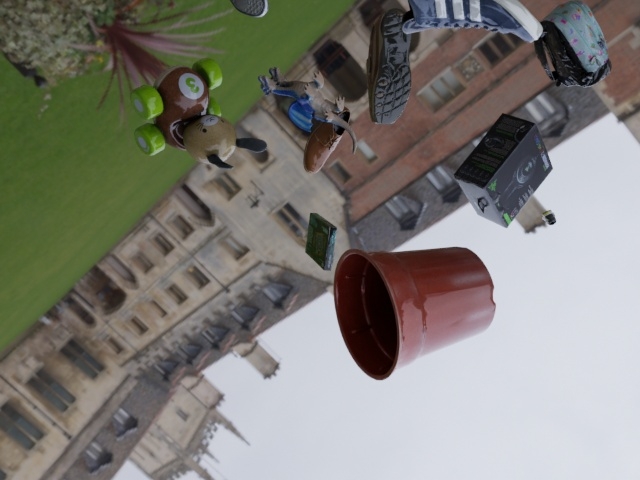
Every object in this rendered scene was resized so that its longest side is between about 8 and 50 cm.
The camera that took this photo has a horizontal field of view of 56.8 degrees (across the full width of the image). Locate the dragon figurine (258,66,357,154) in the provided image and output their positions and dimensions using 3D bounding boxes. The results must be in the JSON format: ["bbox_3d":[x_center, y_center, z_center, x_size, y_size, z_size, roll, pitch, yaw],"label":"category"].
[{"bbox_3d":[-0.022,-0.332,1.478,0.144,0.289,0.085,-6,-131,55],"label":"dragon figurine"}]

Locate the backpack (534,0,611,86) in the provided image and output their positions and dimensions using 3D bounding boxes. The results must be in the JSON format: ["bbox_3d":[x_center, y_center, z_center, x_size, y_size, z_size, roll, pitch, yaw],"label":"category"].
[{"bbox_3d":[0.573,-0.448,1.353,0.115,0.182,0.152,-40,-162,-4],"label":"backpack"}]

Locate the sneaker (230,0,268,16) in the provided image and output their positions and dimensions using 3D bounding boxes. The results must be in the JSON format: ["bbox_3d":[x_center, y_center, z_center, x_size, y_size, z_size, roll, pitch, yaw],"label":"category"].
[{"bbox_3d":[-0.175,-0.642,1.522,0.163,0.226,0.086,-18,143,-51],"label":"sneaker"}]

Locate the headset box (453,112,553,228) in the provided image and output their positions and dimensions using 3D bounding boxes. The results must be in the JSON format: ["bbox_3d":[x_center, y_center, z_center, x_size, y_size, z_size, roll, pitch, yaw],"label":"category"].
[{"bbox_3d":[0.587,-0.214,1.910,0.283,0.246,0.131,-50,-135,-6],"label":"headset box"}]

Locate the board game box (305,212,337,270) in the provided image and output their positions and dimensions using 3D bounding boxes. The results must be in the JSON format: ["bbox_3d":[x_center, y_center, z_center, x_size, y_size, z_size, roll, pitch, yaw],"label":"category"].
[{"bbox_3d":[0.000,0.000,1.698,0.186,0.026,0.126,-140,-125,-66],"label":"board game box"}]

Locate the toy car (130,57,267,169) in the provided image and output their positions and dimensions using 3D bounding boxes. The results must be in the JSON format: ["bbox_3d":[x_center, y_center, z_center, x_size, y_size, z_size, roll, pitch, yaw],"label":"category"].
[{"bbox_3d":[-0.186,-0.184,0.968,0.155,0.188,0.149,-38,155,-35],"label":"toy car"}]

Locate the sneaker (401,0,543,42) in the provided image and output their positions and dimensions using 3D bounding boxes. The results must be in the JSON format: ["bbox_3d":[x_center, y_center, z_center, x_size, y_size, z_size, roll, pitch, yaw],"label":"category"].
[{"bbox_3d":[0.237,-0.433,1.104,0.148,0.350,0.131,-60,-173,26],"label":"sneaker"}]

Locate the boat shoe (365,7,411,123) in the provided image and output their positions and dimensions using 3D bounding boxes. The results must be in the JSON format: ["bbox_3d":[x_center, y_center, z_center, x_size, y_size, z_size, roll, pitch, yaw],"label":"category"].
[{"bbox_3d":[0.193,-0.507,1.744,0.120,0.123,0.324,-150,-116,-61],"label":"boat shoe"}]

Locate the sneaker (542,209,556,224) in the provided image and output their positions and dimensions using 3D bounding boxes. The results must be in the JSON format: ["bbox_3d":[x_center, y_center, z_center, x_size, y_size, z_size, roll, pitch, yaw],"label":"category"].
[{"bbox_3d":[0.586,-0.053,1.513,0.031,0.035,0.083,-27,161,24],"label":"sneaker"}]

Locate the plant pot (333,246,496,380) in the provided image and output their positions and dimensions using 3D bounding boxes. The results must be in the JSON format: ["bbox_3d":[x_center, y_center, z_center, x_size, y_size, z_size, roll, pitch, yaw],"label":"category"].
[{"bbox_3d":[0.205,0.130,1.260,0.265,0.272,0.272,-10,176,-24],"label":"plant pot"}]

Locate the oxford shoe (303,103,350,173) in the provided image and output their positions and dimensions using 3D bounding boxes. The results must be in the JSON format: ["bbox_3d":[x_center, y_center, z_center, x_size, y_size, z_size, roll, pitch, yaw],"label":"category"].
[{"bbox_3d":[0.017,-0.280,1.649,0.212,0.076,0.076,-64,-149,9],"label":"oxford shoe"}]
